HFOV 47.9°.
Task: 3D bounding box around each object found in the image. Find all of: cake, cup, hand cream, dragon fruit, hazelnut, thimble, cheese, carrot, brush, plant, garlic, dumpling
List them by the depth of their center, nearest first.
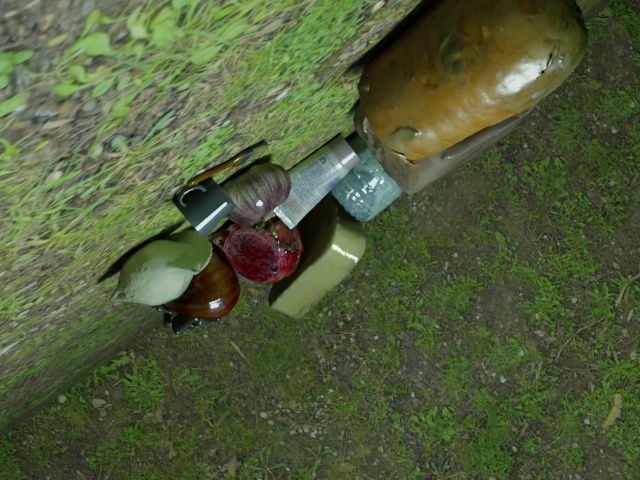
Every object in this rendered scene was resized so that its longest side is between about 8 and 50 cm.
[{"bbox_3d":[0.237,-0.286,1.141,0.340,0.224,0.224,-27,-177,32],"label":"carrot"},{"bbox_3d":[-0.154,-0.126,1.201,0.170,0.014,0.043,-33,175,-38],"label":"brush"},{"bbox_3d":[-0.198,-0.064,1.208,0.077,0.078,0.100,-40,148,-5],"label":"cup"},{"bbox_3d":[-0.121,-0.087,1.392,0.147,0.102,0.159,-37,178,15],"label":"garlic"},{"bbox_3d":[-0.316,0.050,1.418,0.216,0.126,0.166,-47,-161,32],"label":"dumpling"},{"bbox_3d":[0.250,-0.271,1.477,0.309,0.237,0.230,-32,174,-19],"label":"cake"},{"bbox_3d":[-0.269,0.085,1.538,0.178,0.204,0.178,-46,167,-13],"label":"hazelnut"},{"bbox_3d":[-0.018,-0.143,1.730,0.248,0.133,0.083,-38,-152,6],"label":"hand cream"},{"bbox_3d":[-0.158,0.008,1.840,0.147,0.211,0.282,-33,152,-46],"label":"dragon fruit"},{"bbox_3d":[0.111,-0.167,1.895,0.172,0.205,0.250,-41,171,9],"label":"thimble"},{"bbox_3d":[-0.346,0.151,1.907,0.181,0.194,0.321,-39,-179,1],"label":"plant"},{"bbox_3d":[0.000,0.001,1.992,0.384,0.104,0.384,-54,-160,30],"label":"cheese"}]
